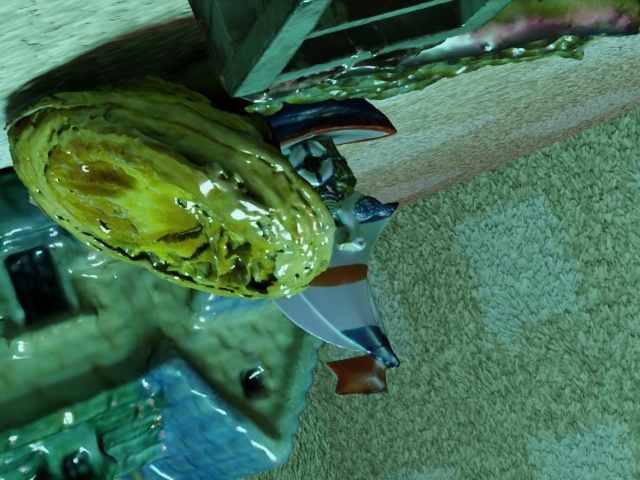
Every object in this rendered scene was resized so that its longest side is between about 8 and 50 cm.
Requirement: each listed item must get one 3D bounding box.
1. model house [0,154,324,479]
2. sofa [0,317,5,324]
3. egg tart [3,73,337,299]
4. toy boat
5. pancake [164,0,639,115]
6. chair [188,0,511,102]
[{"bbox_3d":[-0.228,0.128,1.575,0.445,0.400,0.395,-14,177,-37],"label":"model house"},{"bbox_3d":[-0.357,0.013,1.010,0.182,0.200,0.258,-33,169,25],"label":"sofa"},{"bbox_3d":[-0.113,-0.051,1.179,0.297,0.132,0.297,17,155,8],"label":"egg tart"},{"bbox_3d":[-0.026,-0.013,1.383,0.219,0.318,0.072,8,163,-18],"label":"toy boat"},{"bbox_3d":[0.066,-0.146,1.197,0.426,0.067,0.305,-10,173,9],"label":"pancake"},{"bbox_3d":[-0.006,-0.144,0.692,0.136,0.147,0.270,-17,174,-20],"label":"chair"}]
